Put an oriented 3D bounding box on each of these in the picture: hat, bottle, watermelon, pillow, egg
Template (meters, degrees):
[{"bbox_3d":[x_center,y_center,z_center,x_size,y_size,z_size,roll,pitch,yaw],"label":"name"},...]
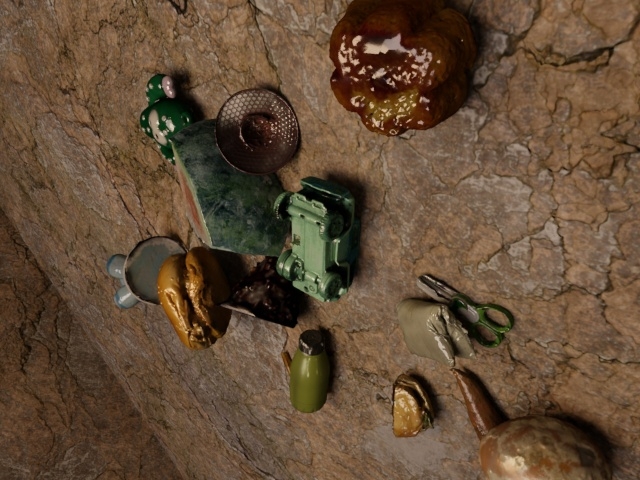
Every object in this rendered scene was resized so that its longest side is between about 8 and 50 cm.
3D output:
[{"bbox_3d":[-0.142,-0.251,1.133,0.193,0.082,0.193,1,104,2],"label":"hat"},{"bbox_3d":[-0.030,0.364,1.373,0.112,0.112,0.260,26,130,30],"label":"bottle"},{"bbox_3d":[-0.244,-0.101,1.239,0.387,0.228,0.258,61,148,4],"label":"watermelon"},{"bbox_3d":[0.231,0.189,1.030,0.134,0.078,0.181,65,159,-6],"label":"pillow"},{"bbox_3d":[0.421,0.430,0.927,0.233,0.195,0.195,9,121,27],"label":"egg"}]

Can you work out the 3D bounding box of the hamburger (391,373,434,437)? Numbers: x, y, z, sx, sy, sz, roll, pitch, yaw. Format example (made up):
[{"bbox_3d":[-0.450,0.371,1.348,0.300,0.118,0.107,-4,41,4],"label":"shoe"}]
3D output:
[{"bbox_3d":[0.232,0.405,1.178,0.102,0.087,0.176,7,111,27],"label":"hamburger"}]

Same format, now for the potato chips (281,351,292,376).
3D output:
[{"bbox_3d":[-0.074,0.434,1.525,0.037,0.026,0.204,-20,99,45],"label":"potato chips"}]

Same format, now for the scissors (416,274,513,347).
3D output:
[{"bbox_3d":[0.284,0.134,0.995,0.204,0.027,0.101,34,131,21],"label":"scissors"}]

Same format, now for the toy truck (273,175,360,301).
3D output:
[{"bbox_3d":[0.000,0.000,1.086,0.155,0.156,0.279,24,128,32],"label":"toy truck"}]

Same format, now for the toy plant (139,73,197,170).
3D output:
[{"bbox_3d":[-0.403,-0.314,1.313,0.243,0.112,0.232,-28,92,54],"label":"toy plant"}]

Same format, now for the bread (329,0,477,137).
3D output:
[{"bbox_3d":[0.132,-0.280,0.806,0.246,0.135,0.232,17,139,33],"label":"bread"}]

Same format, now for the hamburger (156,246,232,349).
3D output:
[{"bbox_3d":[-0.361,0.171,1.432,0.314,0.170,0.290,-118,8,-80],"label":"hamburger"}]

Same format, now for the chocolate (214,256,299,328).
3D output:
[{"bbox_3d":[-0.143,0.132,1.349,0.224,0.206,0.177,13,79,27],"label":"chocolate"}]

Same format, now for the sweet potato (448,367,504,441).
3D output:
[{"bbox_3d":[0.367,0.412,1.056,0.314,0.072,0.066,55,153,-1],"label":"sweet potato"}]

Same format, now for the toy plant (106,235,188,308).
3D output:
[{"bbox_3d":[-0.612,0.122,1.705,0.332,0.247,0.247,-15,103,51],"label":"toy plant"}]
